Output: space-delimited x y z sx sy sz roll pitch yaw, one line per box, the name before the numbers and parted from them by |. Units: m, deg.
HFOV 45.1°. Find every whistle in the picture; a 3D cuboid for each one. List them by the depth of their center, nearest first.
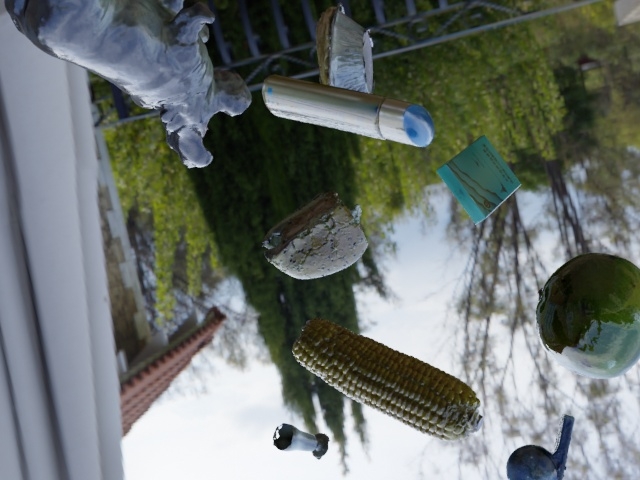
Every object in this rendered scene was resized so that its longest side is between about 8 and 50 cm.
whistle | 0.329 0.334 1.174 0.090 0.158 0.090 15 167 4

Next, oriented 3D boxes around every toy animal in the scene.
toy animal | -0.182 -0.208 0.860 0.168 0.106 0.343 -34 143 11

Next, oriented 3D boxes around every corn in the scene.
corn | 0.114 0.242 1.357 0.363 0.121 0.120 25 -159 23

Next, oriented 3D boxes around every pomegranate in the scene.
pomegranate | 0.537 0.153 1.387 0.301 0.236 0.236 25 -166 11

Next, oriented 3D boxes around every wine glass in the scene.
wine glass | -0.047 0.510 1.954 0.072 0.072 0.155 -9 155 38

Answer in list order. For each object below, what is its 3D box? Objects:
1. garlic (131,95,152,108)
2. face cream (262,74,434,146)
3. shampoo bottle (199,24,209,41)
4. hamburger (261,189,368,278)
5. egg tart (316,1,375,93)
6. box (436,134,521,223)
garlic | -0.388 -0.386 1.886 0.194 0.127 0.131 6 162 23
face cream | 0.050 -0.221 1.322 0.285 0.067 0.139 15 179 17
shampoo bottle | -0.242 -0.309 1.258 0.151 0.045 0.077 -11 -158 36
hamburger | 0.000 0.000 2.084 0.288 0.192 0.168 -37 -163 10
egg tart | 0.054 -0.346 1.512 0.094 0.234 0.234 0 -173 11
box | 0.388 -0.153 1.873 0.042 0.161 0.226 -39 178 43
